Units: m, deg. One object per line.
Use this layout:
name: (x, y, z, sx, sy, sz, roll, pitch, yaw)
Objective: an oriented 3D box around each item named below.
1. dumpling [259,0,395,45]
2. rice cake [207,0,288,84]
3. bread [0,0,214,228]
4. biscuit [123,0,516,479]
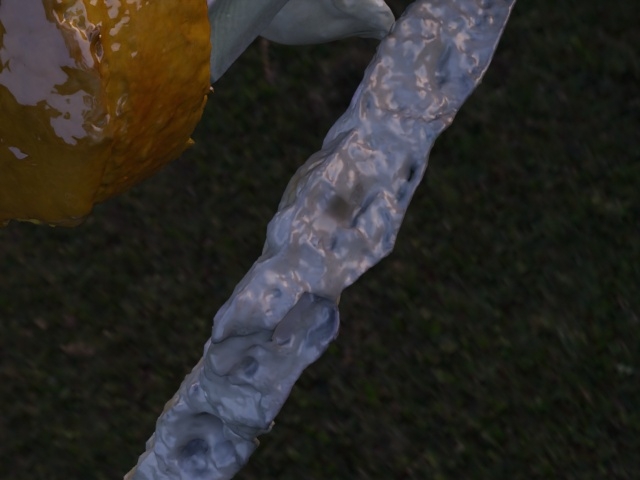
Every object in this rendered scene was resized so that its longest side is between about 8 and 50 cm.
dumpling: (-0.032, -0.237, 1.548, 0.250, 0.162, 0.132, 39, 99, -10)
rice cake: (-0.023, -0.198, 1.200, 0.222, 0.080, 0.042, -46, 49, -7)
bread: (-0.170, -0.131, 1.093, 0.146, 0.268, 0.268, -25, 50, -32)
biscuit: (0.000, 0.000, 0.671, 0.040, 0.188, 0.265, 30, 111, -1)
